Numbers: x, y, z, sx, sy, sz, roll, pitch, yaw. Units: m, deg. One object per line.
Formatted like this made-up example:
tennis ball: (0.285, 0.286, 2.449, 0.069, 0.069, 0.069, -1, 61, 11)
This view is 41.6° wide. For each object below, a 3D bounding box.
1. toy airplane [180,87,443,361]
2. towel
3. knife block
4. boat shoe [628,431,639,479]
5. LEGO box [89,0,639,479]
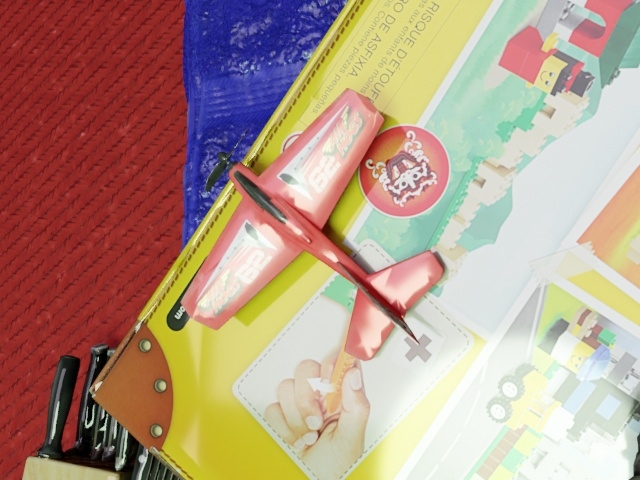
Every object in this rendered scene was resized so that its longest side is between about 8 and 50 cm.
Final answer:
toy airplane: (0.000, 0.000, 0.437, 0.151, 0.028, 0.151, -1, 88, 20)
towel: (-0.029, -0.099, 0.720, 0.228, 0.076, 0.308, -9, 77, 27)
knife block: (-0.215, 0.235, 0.738, 0.276, 0.088, 0.242, -40, 67, 8)
boat shoe: (0.169, 0.105, 0.338, 0.092, 0.103, 0.285, 40, 96, 21)
LEGO box: (0.165, 0.006, 0.497, 0.372, 0.193, 0.500, 38, 100, 17)
